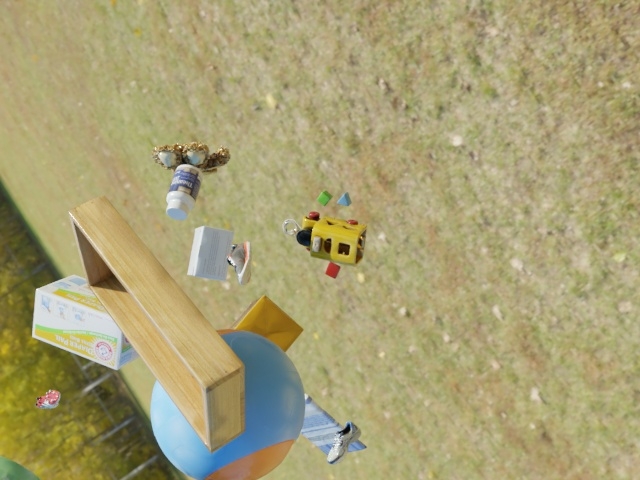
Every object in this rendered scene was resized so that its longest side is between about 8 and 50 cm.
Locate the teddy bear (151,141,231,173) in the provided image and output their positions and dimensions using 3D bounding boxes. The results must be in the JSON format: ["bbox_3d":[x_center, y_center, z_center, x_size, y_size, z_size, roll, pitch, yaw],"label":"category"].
[{"bbox_3d":[-0.425,-0.278,2.467,0.338,0.245,0.113,-6,-94,-72],"label":"teddy bear"}]

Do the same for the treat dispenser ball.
[{"bbox_3d":[-0.172,0.310,1.430,0.288,0.288,0.288,48,159,25],"label":"treat dispenser ball"}]

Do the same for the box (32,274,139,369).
[{"bbox_3d":[-0.436,0.155,1.469,0.203,0.114,0.103,17,108,17],"label":"box"}]

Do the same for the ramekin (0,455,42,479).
[{"bbox_3d":[-0.633,0.555,1.379,0.303,0.303,0.148,62,-166,-13],"label":"ramekin"}]

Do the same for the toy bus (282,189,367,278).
[{"bbox_3d":[0.012,-0.003,1.830,0.191,0.202,0.104,53,-155,-2],"label":"toy bus"}]

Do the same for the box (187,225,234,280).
[{"bbox_3d":[-0.395,0.048,2.727,0.182,0.119,0.181,176,105,-72],"label":"box"}]

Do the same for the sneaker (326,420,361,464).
[{"bbox_3d":[0.055,0.565,2.137,0.052,0.135,0.058,8,139,47],"label":"sneaker"}]

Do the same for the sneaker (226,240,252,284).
[{"bbox_3d":[-0.213,0.062,1.968,0.158,0.065,0.061,-91,-1,-57],"label":"sneaker"}]

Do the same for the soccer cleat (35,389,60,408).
[{"bbox_3d":[-0.520,0.310,1.474,0.083,0.029,0.035,-25,140,38],"label":"soccer cleat"}]

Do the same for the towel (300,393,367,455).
[{"bbox_3d":[-0.009,0.594,2.448,0.285,0.034,0.209,43,141,-18],"label":"towel"}]

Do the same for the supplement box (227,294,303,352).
[{"bbox_3d":[-0.167,0.253,1.866,0.129,0.191,0.194,42,163,-5],"label":"supplement box"}]

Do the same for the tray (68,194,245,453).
[{"bbox_3d":[-0.264,0.128,1.231,0.411,0.076,0.203,46,150,29],"label":"tray"}]

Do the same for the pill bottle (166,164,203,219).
[{"bbox_3d":[-0.316,-0.110,1.753,0.067,0.120,0.067,8,148,5],"label":"pill bottle"}]
